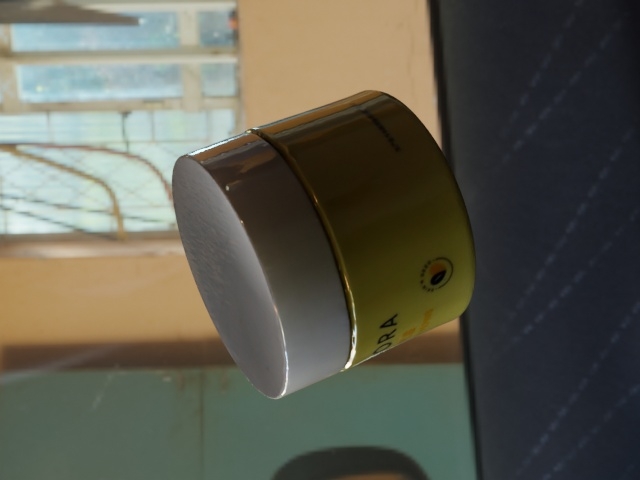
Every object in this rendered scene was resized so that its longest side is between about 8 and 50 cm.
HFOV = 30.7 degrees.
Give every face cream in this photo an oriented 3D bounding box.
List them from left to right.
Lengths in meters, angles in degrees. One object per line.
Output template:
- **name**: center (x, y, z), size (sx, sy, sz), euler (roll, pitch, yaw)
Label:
- **face cream**: center (0.000, 0.000, 0.989), size (0.218, 0.179, 0.218), euler (52, 155, 37)
